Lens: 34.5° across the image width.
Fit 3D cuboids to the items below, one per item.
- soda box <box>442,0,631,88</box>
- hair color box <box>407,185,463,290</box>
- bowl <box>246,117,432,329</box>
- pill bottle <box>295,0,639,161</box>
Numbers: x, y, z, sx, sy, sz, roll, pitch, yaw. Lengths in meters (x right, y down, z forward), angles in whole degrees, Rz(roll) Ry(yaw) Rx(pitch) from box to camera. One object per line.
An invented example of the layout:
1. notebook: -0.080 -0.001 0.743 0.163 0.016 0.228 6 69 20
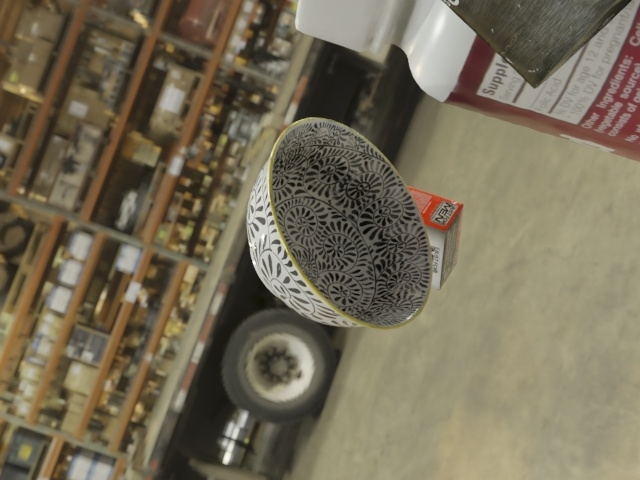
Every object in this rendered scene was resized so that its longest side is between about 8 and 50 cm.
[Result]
1. soda box: 0.079 -0.103 0.272 0.053 0.060 0.169 -45 -3 -12
2. hair color box: 0.051 -0.015 0.907 0.043 0.141 0.072 -51 -27 -41
3. bowl: 0.000 0.000 0.777 0.080 0.170 0.170 -29 34 38
4. pill bottle: 0.194 -0.180 0.720 0.224 0.392 0.224 -163 90 -89
